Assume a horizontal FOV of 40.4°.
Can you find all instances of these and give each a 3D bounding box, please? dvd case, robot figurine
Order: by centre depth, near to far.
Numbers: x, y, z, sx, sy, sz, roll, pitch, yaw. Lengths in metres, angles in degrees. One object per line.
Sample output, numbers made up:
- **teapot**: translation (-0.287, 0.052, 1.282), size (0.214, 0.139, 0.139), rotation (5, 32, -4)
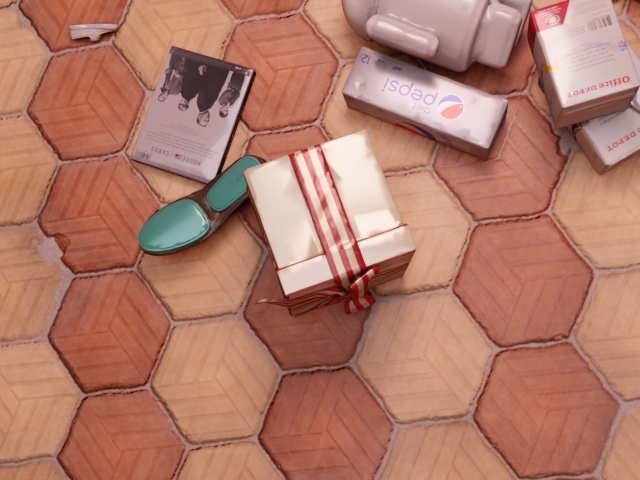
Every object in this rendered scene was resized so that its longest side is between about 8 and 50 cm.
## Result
- **robot figurine**: translation (0.188, -0.426, 1.543), size (0.353, 0.199, 0.300), rotation (21, 46, 11)
- **dvd case**: translation (-0.246, -0.241, 1.677), size (0.179, 0.029, 0.238), rotation (18, 86, 11)

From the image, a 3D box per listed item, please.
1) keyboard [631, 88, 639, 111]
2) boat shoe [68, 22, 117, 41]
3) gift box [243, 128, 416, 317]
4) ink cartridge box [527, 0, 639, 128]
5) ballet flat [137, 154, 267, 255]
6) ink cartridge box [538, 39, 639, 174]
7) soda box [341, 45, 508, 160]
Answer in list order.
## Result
- **keyboard**: translation (0.620, -0.312, 1.454), size (0.072, 0.014, 0.256), rotation (39, 92, 11)
- **boat shoe**: translation (-0.453, -0.416, 1.738), size (0.100, 0.035, 0.035), rotation (-2, 109, 5)
- **gift box**: translation (0.000, 0.000, 1.494), size (0.276, 0.255, 0.258), rotation (-22, 77, 0)
- **ink cartridge box**: translation (0.428, -0.294, 1.431), size (0.128, 0.127, 0.176), rotation (-15, 78, 7)
- **ballet flat**: translation (-0.204, -0.053, 1.609), size (0.280, 0.096, 0.095), rotation (-32, 76, 4)
- **ink cartridge box**: translation (0.502, -0.241, 1.522), size (0.153, 0.087, 0.208), rotation (-30, 78, 4)
- **soda box**: translation (0.188, -0.246, 1.573), size (0.286, 0.091, 0.098), rotation (23, 85, 11)
